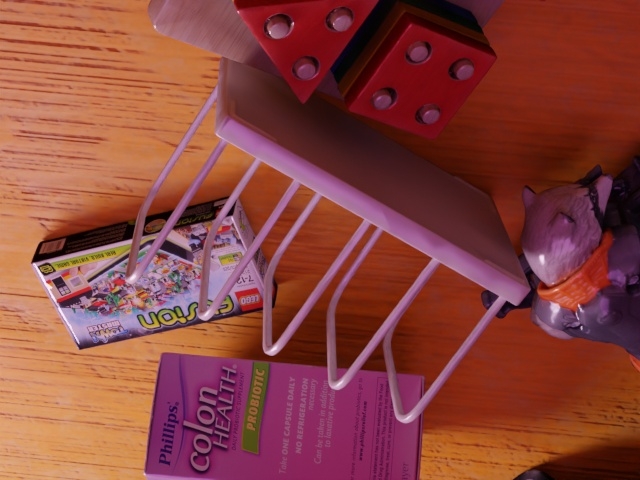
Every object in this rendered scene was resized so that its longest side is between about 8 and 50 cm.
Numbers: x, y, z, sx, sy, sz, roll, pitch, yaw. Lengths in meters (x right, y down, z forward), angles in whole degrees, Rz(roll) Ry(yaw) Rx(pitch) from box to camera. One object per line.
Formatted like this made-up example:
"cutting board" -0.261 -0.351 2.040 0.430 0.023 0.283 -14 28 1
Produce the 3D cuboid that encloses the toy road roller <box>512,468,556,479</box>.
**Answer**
"toy road roller" 0.245 0.413 1.383 0.202 0.329 0.241 36 99 -19

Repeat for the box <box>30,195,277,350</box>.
"box" -0.156 0.033 1.326 0.207 0.036 0.114 -13 123 15

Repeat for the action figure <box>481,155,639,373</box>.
"action figure" 0.318 0.026 1.193 0.330 0.178 0.341 25 126 -23

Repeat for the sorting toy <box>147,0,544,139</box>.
"sorting toy" 0.047 -0.203 1.041 0.255 0.089 0.257 16 126 -33

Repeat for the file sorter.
"file sorter" 0.000 0.000 1.169 0.277 0.193 0.173 29 110 -14

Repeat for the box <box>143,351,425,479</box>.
"box" -0.029 0.201 1.328 0.243 0.117 0.213 4 158 3
